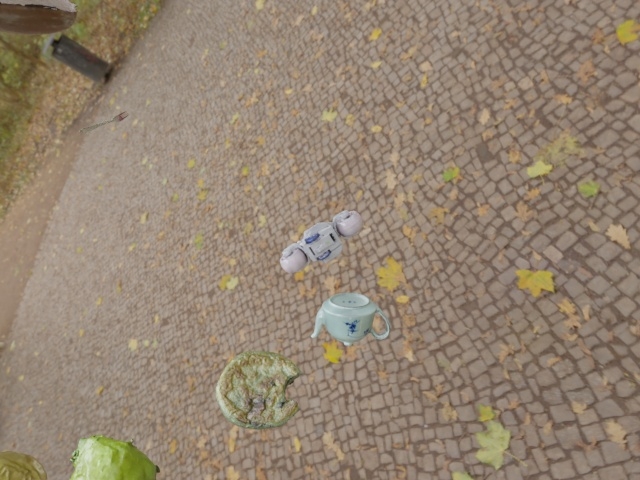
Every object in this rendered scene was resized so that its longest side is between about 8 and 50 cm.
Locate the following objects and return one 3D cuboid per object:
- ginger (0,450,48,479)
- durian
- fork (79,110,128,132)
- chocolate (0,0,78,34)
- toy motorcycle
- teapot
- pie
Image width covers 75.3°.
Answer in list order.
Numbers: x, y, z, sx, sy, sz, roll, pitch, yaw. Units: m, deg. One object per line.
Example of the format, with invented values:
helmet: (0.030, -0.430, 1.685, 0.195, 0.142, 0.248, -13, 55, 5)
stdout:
ginger: (-0.491, 0.440, 0.570, 0.221, 0.130, 0.275, -64, 12, -6)
durian: (-0.479, 0.652, 0.960, 0.204, 0.256, 0.340, -14, 39, -8)
fork: (-0.488, -0.268, 0.940, 0.115, 0.016, 0.012, -35, 41, -30)
chocolate: (-0.640, -0.465, 0.828, 0.161, 0.261, 0.083, 43, 128, 23)
toy motorcycle: (0.000, 0.000, 1.138, 0.254, 0.112, 0.112, -33, 50, 1)
teapot: (0.087, 0.240, 1.213, 0.232, 0.159, 0.159, 1, 69, 4)
pie: (-0.208, 0.502, 1.420, 0.067, 0.302, 0.302, 100, 153, -46)
